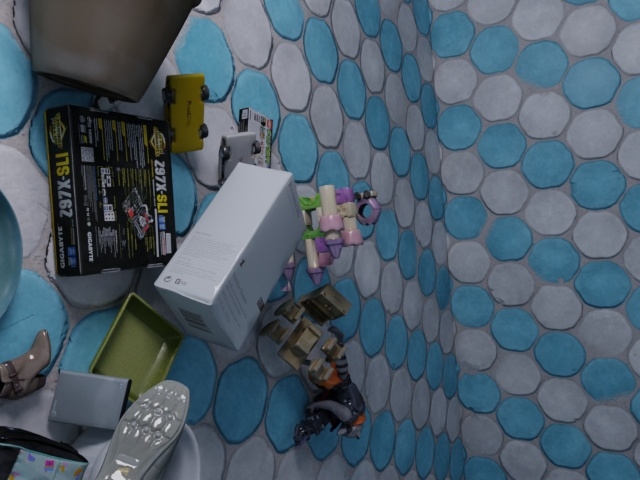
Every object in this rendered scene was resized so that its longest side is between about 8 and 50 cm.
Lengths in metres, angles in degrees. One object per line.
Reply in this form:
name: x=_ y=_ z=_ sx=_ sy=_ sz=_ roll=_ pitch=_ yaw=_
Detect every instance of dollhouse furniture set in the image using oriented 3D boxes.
dollhouse furniture set: x=-0.040 y=0.259 z=1.728 sx=0.212 sy=0.161 sz=0.242 roll=43 pitch=57 yaw=-9

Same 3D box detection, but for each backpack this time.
backpack: x=-0.486 y=0.382 z=0.973 sx=0.188 sy=0.166 sz=0.144 roll=31 pitch=63 yaw=-51

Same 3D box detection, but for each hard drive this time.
hard drive: x=-0.427 y=0.296 z=1.113 sx=0.022 sy=0.135 sz=0.094 roll=74 pitch=23 yaw=-71

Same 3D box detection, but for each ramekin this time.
ramekin: x=-0.377 y=0.474 z=1.178 sx=0.277 sy=0.135 sz=0.277 roll=5 pitch=84 yaw=-59

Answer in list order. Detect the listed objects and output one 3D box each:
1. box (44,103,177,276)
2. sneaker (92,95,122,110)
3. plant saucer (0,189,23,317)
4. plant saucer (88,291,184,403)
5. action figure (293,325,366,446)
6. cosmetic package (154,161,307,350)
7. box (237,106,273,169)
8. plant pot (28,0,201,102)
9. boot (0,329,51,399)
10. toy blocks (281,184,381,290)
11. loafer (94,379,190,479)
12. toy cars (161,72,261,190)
box: x=-0.414 y=-0.097 z=1.217 sx=0.257 sy=0.080 sz=0.321 roll=-7 pitch=94 yaw=-61
sneaker: x=-0.426 y=-0.299 z=1.243 sx=0.109 sy=0.044 sz=0.040 roll=-56 pitch=135 yaw=-42
plant saucer: x=-0.599 y=0.026 z=0.902 sx=0.318 sy=0.044 sz=0.317 roll=3 pitch=90 yaw=-65
plant saucer: x=-0.391 y=0.234 z=1.259 sx=0.188 sy=0.045 sz=0.188 roll=54 pitch=45 yaw=-42
action figure: x=0.039 y=0.478 z=1.835 sx=0.341 sy=0.179 sz=0.330 roll=-43 pitch=114 yaw=-56
cosmetic package: x=-0.189 y=0.030 z=1.389 sx=0.384 sy=0.156 sz=0.217 roll=-61 pitch=154 yaw=-30
box: x=-0.181 y=-0.248 z=1.651 sx=0.114 sy=0.036 sz=0.206 roll=16 pitch=74 yaw=-58
plant pot: x=-0.392 y=-0.414 z=1.100 sx=0.323 sy=0.323 sz=0.280 roll=9 pitch=96 yaw=-58
boot: x=-0.522 y=0.217 z=1.048 sx=0.087 sy=0.042 sz=0.118 roll=7 pitch=82 yaw=-56
toy blocks: x=0.000 y=0.000 z=1.696 sx=0.309 sy=0.289 sz=0.259 roll=-2 pitch=83 yaw=-61
loafer: x=-0.326 y=0.394 z=1.054 sx=0.111 sy=0.112 sz=0.319 roll=107 pitch=8 yaw=-48
toy cars: x=-0.267 y=-0.250 z=1.450 sx=0.176 sy=0.087 sz=0.393 roll=-43 pitch=137 yaw=0
